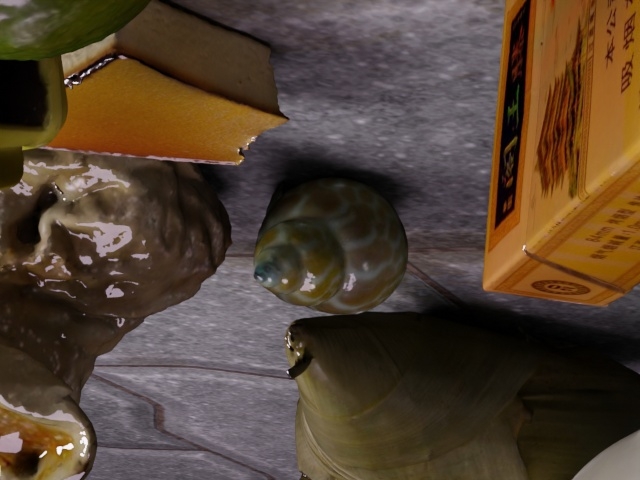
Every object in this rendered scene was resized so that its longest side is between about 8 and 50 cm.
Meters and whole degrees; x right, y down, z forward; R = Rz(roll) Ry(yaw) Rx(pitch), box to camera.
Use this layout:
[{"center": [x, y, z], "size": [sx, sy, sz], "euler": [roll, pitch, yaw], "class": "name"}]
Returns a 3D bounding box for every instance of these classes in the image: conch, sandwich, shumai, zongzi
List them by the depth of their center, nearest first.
[{"center": [-0.118, -0.088, 1.141], "size": [0.162, 0.058, 0.193], "euler": [19, 157, -38], "class": "sandwich"}, {"center": [0.008, 0.007, 1.345], "size": [0.116, 0.106, 0.173], "euler": [29, 174, -9], "class": "conch"}, {"center": [-0.211, 0.067, 1.351], "size": [0.267, 0.262, 0.314], "euler": [9, 165, -5], "class": "shumai"}, {"center": [0.186, 0.150, 1.631], "size": [0.447, 0.181, 0.418], "euler": [2, 163, 6], "class": "zongzi"}]

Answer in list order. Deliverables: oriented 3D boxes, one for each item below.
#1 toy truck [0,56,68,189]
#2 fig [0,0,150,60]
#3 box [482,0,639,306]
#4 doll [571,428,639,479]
[{"center": [-0.317, -0.095, 0.956], "size": [0.405, 0.181, 0.254], "euler": [-6, -175, 36], "class": "toy truck"}, {"center": [-0.100, -0.189, 0.694], "size": [0.235, 0.203, 0.203], "euler": [-34, 162, -4], "class": "fig"}, {"center": [0.150, -0.084, 0.842], "size": [0.076, 0.174, 0.274], "euler": [10, 163, -8], "class": "box"}, {"center": [0.332, 0.216, 1.493], "size": [0.215, 0.226, 0.370], "euler": [20, 126, -29], "class": "doll"}]
